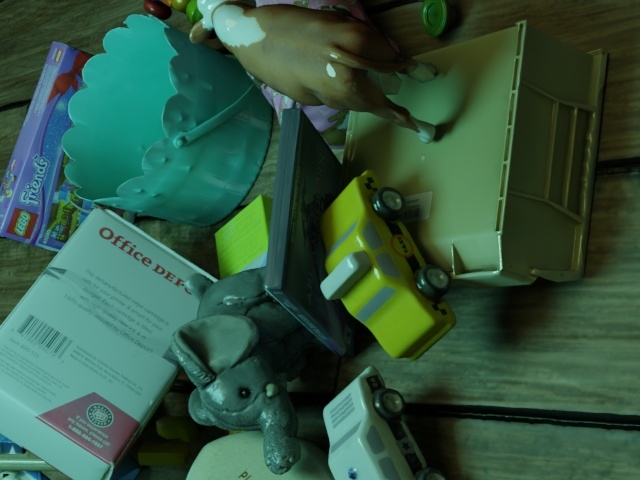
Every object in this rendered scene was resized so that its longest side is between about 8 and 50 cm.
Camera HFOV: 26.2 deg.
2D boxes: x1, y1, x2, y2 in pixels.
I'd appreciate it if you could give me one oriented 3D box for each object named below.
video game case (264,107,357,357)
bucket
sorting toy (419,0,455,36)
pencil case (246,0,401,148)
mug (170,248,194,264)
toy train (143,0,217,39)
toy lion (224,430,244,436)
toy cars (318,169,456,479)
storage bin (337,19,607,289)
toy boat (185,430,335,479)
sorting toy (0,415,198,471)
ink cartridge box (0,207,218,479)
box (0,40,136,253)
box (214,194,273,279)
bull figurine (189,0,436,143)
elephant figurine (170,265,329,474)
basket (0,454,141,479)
[{"bbox_3d":[0.000,0.000,1.501,0.026,0.274,0.196,0,71,16],"label":"video game case"},{"bbox_3d":[-0.208,-0.157,1.888,0.281,0.183,0.281,-25,57,44],"label":"bucket"},{"bbox_3d":[0.142,-0.288,1.623,0.061,0.042,0.102,-52,50,48],"label":"sorting toy"},{"bbox_3d":[-0.026,-0.277,1.721,0.167,0.160,0.386,-66,35,36],"label":"pencil case"},{"bbox_3d":[-0.253,0.064,1.911,0.169,0.113,0.150,-26,57,40],"label":"mug"},{"bbox_3d":[-0.188,-0.335,1.891,0.105,0.248,0.143,-58,43,16],"label":"toy train"},{"bbox_3d":[-0.086,0.231,1.689,0.096,0.034,0.100,32,100,61],"label":"toy lion"},{"bbox_3d":[0.049,0.131,1.386,0.176,0.087,0.394,13,108,48],"label":"toy cars"},{"bbox_3d":[0.148,-0.070,1.442,0.262,0.123,0.260,-8,69,50],"label":"storage bin"},{"bbox_3d":[-0.102,0.353,1.517,0.318,0.148,0.267,-36,37,-11],"label":"toy boat"},{"bbox_3d":[-0.304,0.241,1.806,0.307,0.229,0.041,-1,108,13],"label":"sorting toy"},{"bbox_3d":[-0.274,0.132,1.694,0.283,0.207,0.117,-57,0,-34],"label":"ink cartridge box"},{"bbox_3d":[-0.348,-0.122,2.038,0.057,0.201,0.293,22,91,53],"label":"box"},{"bbox_3d":[-0.082,0.044,1.753,0.109,0.042,0.178,-39,48,37],"label":"box"},{"bbox_3d":[-0.005,-0.192,1.431,0.310,0.188,0.101,36,103,53],"label":"bull figurine"},{"bbox_3d":[-0.093,0.144,1.553,0.186,0.169,0.239,-26,23,43],"label":"elephant figurine"},{"bbox_3d":[-0.376,0.403,1.798,0.201,0.289,0.255,45,114,17],"label":"basket"}]
